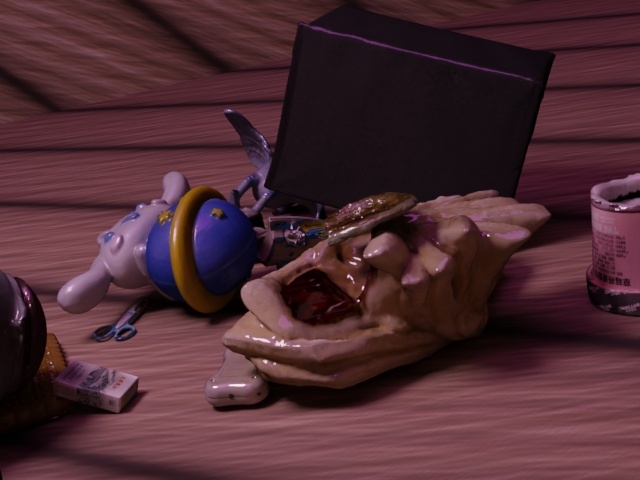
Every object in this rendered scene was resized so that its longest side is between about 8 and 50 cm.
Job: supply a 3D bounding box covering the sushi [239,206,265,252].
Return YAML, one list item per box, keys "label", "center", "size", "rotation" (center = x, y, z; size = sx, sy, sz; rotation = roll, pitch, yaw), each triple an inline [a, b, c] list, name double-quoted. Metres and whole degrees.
- label: "sushi"
  center: [-0.152, -0.007, 1.773]
  size: [0.150, 0.078, 0.090]
  rotation: [-5, 13, 22]

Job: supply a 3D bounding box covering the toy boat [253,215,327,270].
- label: "toy boat"
  center: [0.000, 0.000, 1.673]
  size: [0.210, 0.084, 0.066]
  rotation: [-6, 46, -33]

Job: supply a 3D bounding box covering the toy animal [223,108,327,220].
- label: "toy animal"
  center: [-0.071, -0.099, 1.854]
  size: [0.176, 0.239, 0.255]
  rotation: [-39, -14, -29]

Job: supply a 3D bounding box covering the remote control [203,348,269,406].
- label: "remote control"
  center: [-0.085, 0.151, 1.332]
  size: [0.074, 0.032, 0.122]
  rotation: [-4, 19, 14]

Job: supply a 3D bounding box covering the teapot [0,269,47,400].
- label: "teapot"
  center: [-0.479, 0.118, 1.320]
  size: [0.312, 0.233, 0.315]
  rotation: [1, -12, -32]

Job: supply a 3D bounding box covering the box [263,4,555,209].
- label: "box"
  center: [0.132, -0.166, 1.651]
  size: [0.345, 0.251, 0.204]
  rotation: [17, 23, 12]

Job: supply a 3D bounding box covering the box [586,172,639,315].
- label: "box"
  center: [0.379, -0.003, 1.358]
  size: [0.151, 0.135, 0.151]
  rotation: [-9, 17, 3]

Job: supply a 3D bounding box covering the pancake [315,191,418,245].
- label: "pancake"
  center: [0.052, -0.026, 1.275]
  size: [0.116, 0.022, 0.129]
  rotation: [-25, 12, -7]

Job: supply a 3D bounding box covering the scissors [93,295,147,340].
- label: "scissors"
  center: [-0.263, 0.107, 1.599]
  size: [0.058, 0.014, 0.119]
  rotation: [0, 24, 19]

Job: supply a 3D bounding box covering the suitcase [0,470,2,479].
- label: "suitcase"
  center: [-0.308, 0.228, 0.960]
  size: [0.066, 0.206, 0.285]
  rotation: [-11, 16, -25]

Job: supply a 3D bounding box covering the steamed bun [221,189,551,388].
- label: "steamed bun"
  center: [0.109, 0.031, 1.335]
  size: [0.247, 0.189, 0.428]
  rotation: [26, 34, 38]

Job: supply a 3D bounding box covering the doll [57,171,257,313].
- label: "doll"
  center: [-0.190, 0.005, 1.639]
  size: [0.242, 0.159, 0.311]
  rotation: [-24, 27, 25]

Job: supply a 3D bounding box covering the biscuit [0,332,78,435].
- label: "biscuit"
  center: [-0.396, 0.178, 1.444]
  size: [0.172, 0.029, 0.254]
  rotation: [-15, 19, -15]

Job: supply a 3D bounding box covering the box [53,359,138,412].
- label: "box"
  center: [-0.260, 0.168, 1.359]
  size: [0.083, 0.024, 0.054]
  rotation: [14, 22, 11]
